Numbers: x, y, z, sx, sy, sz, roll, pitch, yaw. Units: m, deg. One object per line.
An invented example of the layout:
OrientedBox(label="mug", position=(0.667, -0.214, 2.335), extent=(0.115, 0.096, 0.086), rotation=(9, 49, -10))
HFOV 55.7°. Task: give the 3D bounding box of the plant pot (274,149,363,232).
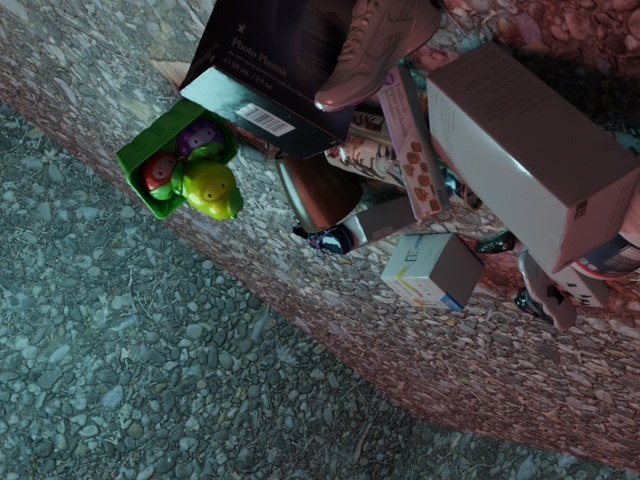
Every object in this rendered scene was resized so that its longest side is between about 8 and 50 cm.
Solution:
OrientedBox(label="plant pot", position=(-0.026, -0.178, 1.759), extent=(0.215, 0.215, 0.230), rotation=(2, 136, 52))

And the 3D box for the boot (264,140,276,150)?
OrientedBox(label="boot", position=(-0.053, -0.307, 1.598), extent=(0.178, 0.236, 0.085), rotation=(-5, 120, 7))

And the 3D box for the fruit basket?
OrientedBox(label="fruit basket", position=(-0.409, -0.226, 1.934), extent=(0.392, 0.392, 0.283), rotation=(21, 156, 27))

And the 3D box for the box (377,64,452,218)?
OrientedBox(label="box", position=(0.195, -0.207, 1.282), extent=(0.063, 0.067, 0.324), rotation=(-19, 86, 33))

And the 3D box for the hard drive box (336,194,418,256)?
OrientedBox(label="hard drive box", position=(0.148, -0.041, 1.804), extent=(0.089, 0.181, 0.232), rotation=(68, 157, 4))

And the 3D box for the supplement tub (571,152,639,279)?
OrientedBox(label="supplement tub", position=(0.601, -0.047, 1.170), extent=(0.191, 0.191, 0.272), rotation=(31, 158, 4))

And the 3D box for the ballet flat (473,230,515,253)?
OrientedBox(label="ballet flat", position=(0.482, 0.010, 1.678), extent=(0.057, 0.049, 0.173), rotation=(4, 171, -19))

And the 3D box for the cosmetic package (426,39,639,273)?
OrientedBox(label="cosmetic package", position=(0.363, -0.155, 1.095), extent=(0.385, 0.156, 0.217), rotation=(54, 172, 31))

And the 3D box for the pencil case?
OrientedBox(label="pencil case", position=(0.198, -0.206, 1.424), extent=(0.410, 0.160, 0.183), rotation=(22, 166, 26))

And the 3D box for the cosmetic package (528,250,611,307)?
OrientedBox(label="cosmetic package", position=(0.645, 0.082, 1.566), extent=(0.239, 0.060, 0.099), rotation=(43, 155, -26))

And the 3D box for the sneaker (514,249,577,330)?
OrientedBox(label="sneaker", position=(0.594, 0.135, 1.693), extent=(0.269, 0.101, 0.153), rotation=(54, 165, -18))

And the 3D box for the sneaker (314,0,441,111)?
OrientedBox(label="sneaker", position=(0.080, -0.358, 1.088), extent=(0.152, 0.305, 0.114), rotation=(51, 162, -28))

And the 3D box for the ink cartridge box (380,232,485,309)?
OrientedBox(label="ink cartridge box", position=(0.341, 0.096, 1.865), extent=(0.171, 0.168, 0.232), rotation=(41, 158, -23))

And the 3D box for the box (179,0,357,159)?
OrientedBox(label="box", position=(-0.071, -0.366, 1.187), extent=(0.296, 0.294, 0.182), rotation=(25, 162, -29))

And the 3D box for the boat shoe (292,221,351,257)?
OrientedBox(label="boat shoe", position=(0.000, 0.000, 1.817), extent=(0.258, 0.089, 0.109), rotation=(19, 127, 60))
